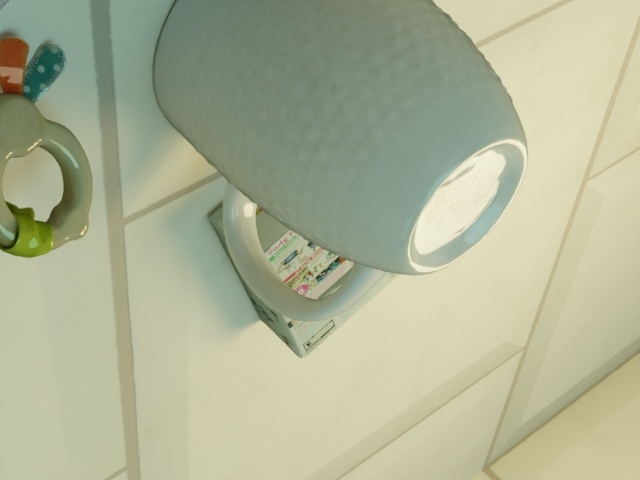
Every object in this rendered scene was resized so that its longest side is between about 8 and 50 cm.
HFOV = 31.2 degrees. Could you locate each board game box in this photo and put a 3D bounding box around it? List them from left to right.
[{"bbox_3d":[0.000,0.000,1.515,0.224,0.097,0.303,-41,152,-13],"label":"board game box"}]

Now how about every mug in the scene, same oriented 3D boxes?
[{"bbox_3d":[0.015,-0.090,1.181,0.276,0.328,0.374,-6,132,-50],"label":"mug"}]

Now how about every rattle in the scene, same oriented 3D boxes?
[{"bbox_3d":[-0.298,-0.088,1.082,0.130,0.143,0.199,-21,106,-28],"label":"rattle"}]

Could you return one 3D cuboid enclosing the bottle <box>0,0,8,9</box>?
[{"bbox_3d":[-0.336,-0.162,0.868,0.283,0.092,0.118,-48,151,1],"label":"bottle"}]
